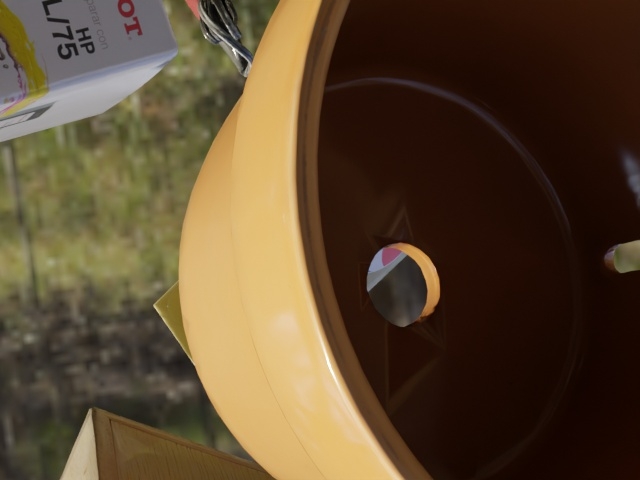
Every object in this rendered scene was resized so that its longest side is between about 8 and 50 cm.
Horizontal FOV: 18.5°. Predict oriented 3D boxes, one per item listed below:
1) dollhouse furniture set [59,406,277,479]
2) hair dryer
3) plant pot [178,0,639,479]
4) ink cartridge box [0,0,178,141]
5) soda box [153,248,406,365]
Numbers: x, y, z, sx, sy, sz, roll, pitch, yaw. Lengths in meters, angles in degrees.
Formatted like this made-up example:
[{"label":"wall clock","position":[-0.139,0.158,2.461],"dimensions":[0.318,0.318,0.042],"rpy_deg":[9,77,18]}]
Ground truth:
[{"label":"dollhouse furniture set","position":[-0.107,0.324,0.962],"dimensions":[0.362,0.394,0.256],"rpy_deg":[21,-168,-13]},{"label":"hair dryer","position":[-0.135,-0.251,1.759],"dimensions":[0.080,0.223,0.293],"rpy_deg":[-16,-170,-5]},{"label":"plant pot","position":[0.073,0.004,0.750],"dimensions":[0.291,0.291,0.203],"rpy_deg":[-6,173,-30]},{"label":"ink cartridge box","position":[-0.279,-0.169,1.414],"dimensions":[0.270,0.198,0.197],"rpy_deg":[-19,178,-25]},{"label":"soda box","position":[0.000,0.000,1.050],"dimensions":[0.181,0.061,0.058],"rpy_deg":[-44,155,14]}]
